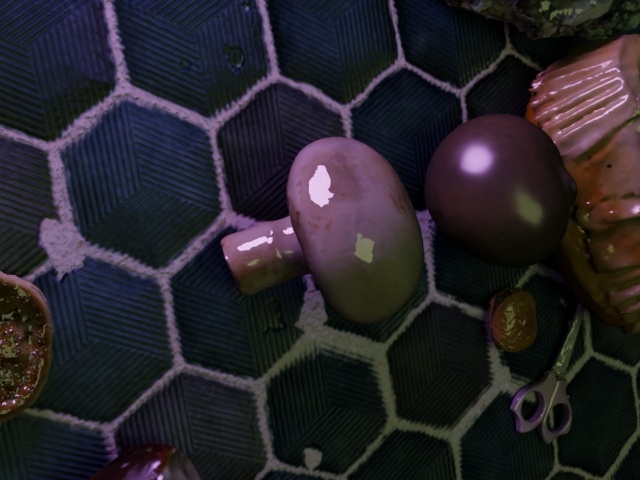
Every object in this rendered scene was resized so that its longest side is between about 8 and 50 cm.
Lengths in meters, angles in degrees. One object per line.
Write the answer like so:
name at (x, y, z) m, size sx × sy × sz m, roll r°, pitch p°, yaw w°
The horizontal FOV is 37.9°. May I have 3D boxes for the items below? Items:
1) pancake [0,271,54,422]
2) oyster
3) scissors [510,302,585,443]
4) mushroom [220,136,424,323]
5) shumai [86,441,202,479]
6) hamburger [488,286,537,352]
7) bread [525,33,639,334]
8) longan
pancake at (-0.321, 0.102, 0.876) m, size 0.158 × 0.028 × 0.158 m, roll -5°, pitch 100°, yaw -33°
oyster at (0.276, -0.333, 1.145) m, size 0.351 × 0.158 × 0.162 m, roll 14°, pitch 122°, yaw -19°
scissors at (0.330, 0.174, 1.292) m, size 0.110 × 0.021 × 0.212 m, roll 25°, pitch 82°, yaw -28°
mushroom at (0.017, 0.007, 0.994) m, size 0.206 × 0.206 × 0.209 m, roll 38°, pitch 96°, yaw -29°
shumai at (-0.158, 0.345, 0.939) m, size 0.309 × 0.304 × 0.263 m, roll -24°, pitch 73°, yaw -32°
hamburger at (0.253, 0.104, 1.225) m, size 0.076 × 0.044 × 0.083 m, roll -13°, pitch 104°, yaw -30°
bread at (0.396, -0.067, 1.225) m, size 0.236 × 0.183 × 0.389 m, roll -27°, pitch 100°, yaw -48°
longan at (0.213, -0.058, 1.112) m, size 0.189 × 0.189 × 0.189 m, roll -4°, pitch 97°, yaw -32°
